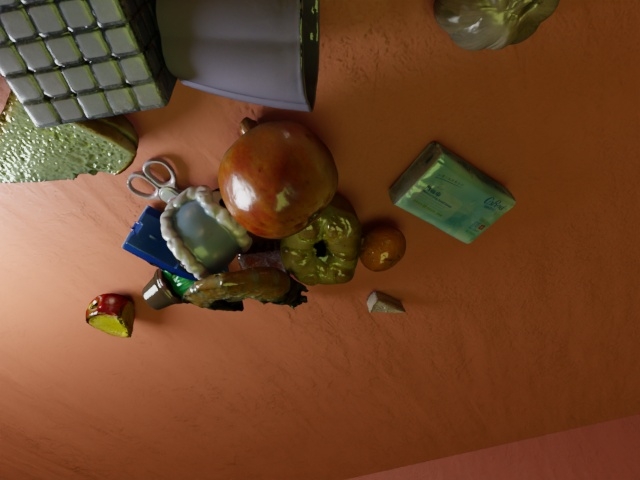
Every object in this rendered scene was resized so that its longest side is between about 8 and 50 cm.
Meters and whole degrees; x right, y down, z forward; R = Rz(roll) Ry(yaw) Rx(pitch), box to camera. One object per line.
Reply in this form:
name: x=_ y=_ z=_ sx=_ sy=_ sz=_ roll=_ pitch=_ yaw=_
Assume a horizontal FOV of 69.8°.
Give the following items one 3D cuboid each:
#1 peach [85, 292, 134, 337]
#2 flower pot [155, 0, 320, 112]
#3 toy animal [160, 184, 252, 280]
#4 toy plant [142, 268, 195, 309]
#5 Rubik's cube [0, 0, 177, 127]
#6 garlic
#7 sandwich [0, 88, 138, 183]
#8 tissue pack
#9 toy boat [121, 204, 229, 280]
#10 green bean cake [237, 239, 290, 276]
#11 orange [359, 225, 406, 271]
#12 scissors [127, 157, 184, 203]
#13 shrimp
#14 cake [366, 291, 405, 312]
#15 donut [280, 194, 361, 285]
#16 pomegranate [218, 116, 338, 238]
peach: x=-0.614 y=0.219 z=1.373 sx=0.127 sy=0.092 sz=0.172 roll=-12 pitch=145 yaw=14
flower pot: x=-0.128 y=-0.357 z=0.770 sx=0.243 sy=0.265 sz=0.265 roll=4 pitch=133 yaw=2
toy animal: x=-0.263 y=-0.012 z=1.105 sx=0.204 sy=0.156 sz=0.208 roll=-37 pitch=133 yaw=-9
toy plant: x=-0.401 y=0.110 z=1.287 sx=0.200 sy=0.105 sz=0.143 roll=-34 pitch=108 yaw=1
Rubik's cube: x=-0.381 y=-0.353 z=0.753 sx=0.238 sy=0.237 sz=0.237 roll=-7 pitch=134 yaw=3
garlic: x=0.312 y=-0.436 z=0.792 sx=0.228 sy=0.152 sz=0.228 roll=-2 pitch=140 yaw=-2
sandwich: x=-0.547 y=-0.189 z=0.949 sx=0.288 sy=0.100 sz=0.254 roll=-33 pitch=144 yaw=26
tissue pack: x=0.327 y=-0.108 z=1.142 sx=0.263 sy=0.089 sz=0.177 roll=24 pitch=125 yaw=-26
toy boat: x=-0.361 y=0.031 z=1.210 sx=0.295 sy=0.088 sz=0.129 roll=34 pitch=82 yaw=-34
green bean cake: x=-0.156 y=0.060 z=1.282 sx=0.135 sy=0.056 sz=0.135 roll=-6 pitch=132 yaw=1
orange: x=0.162 y=0.018 z=1.221 sx=0.135 sy=0.135 sz=0.117 roll=-26 pitch=106 yaw=19
scissors: x=-0.353 y=-0.099 z=1.133 sx=0.118 sy=0.030 sz=0.242 roll=-31 pitch=129 yaw=17
shrimp: x=-0.177 y=0.147 z=1.211 sx=0.272 sy=0.085 sz=0.445 roll=-18 pitch=162 yaw=20
cake: x=0.208 y=0.205 z=1.452 sx=0.121 sy=0.052 sz=0.065 roll=19 pitch=124 yaw=-22
donut: x=0.000 y=0.000 z=1.189 sx=0.208 sy=0.128 sz=0.261 roll=3 pitch=133 yaw=-5
pomegranate: x=-0.097 y=-0.146 z=0.987 sx=0.270 sy=0.229 sz=0.252 roll=52 pitch=123 yaw=9
